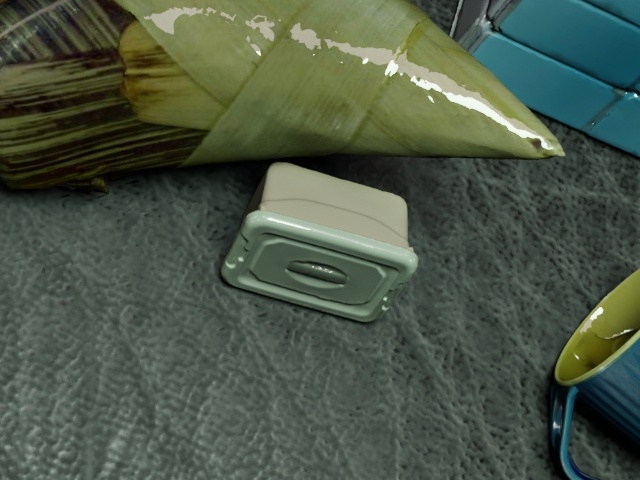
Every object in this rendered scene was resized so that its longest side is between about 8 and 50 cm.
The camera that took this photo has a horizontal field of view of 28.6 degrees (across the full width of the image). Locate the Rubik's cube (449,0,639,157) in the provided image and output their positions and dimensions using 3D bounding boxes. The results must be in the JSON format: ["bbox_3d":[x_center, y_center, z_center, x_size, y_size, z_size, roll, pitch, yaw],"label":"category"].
[{"bbox_3d":[0.261,-0.224,0.974,0.231,0.224,0.221,22,62,-9],"label":"Rubik's cube"}]

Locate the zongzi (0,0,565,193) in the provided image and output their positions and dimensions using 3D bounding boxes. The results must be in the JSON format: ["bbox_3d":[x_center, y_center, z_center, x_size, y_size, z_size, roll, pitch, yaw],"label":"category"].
[{"bbox_3d":[-0.053,-0.083,0.795,0.289,0.154,0.317,-34,54,-16],"label":"zongzi"}]

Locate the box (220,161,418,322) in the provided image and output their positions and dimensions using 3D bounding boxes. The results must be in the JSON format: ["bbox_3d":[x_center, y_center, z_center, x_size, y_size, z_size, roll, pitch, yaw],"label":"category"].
[{"bbox_3d":[0.000,0.000,0.868,0.122,0.089,0.062,15,52,-13],"label":"box"}]

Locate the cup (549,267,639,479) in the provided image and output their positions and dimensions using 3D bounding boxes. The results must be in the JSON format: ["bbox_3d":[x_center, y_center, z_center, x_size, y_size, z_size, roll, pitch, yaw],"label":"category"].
[{"bbox_3d":[0.253,0.120,0.890,0.155,0.131,0.176,41,90,-2],"label":"cup"}]
